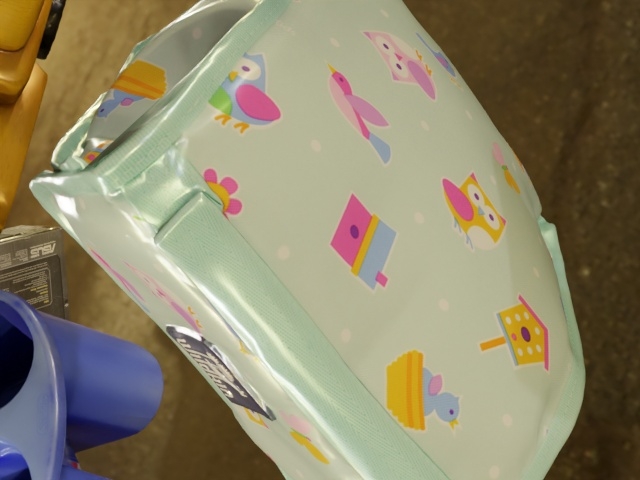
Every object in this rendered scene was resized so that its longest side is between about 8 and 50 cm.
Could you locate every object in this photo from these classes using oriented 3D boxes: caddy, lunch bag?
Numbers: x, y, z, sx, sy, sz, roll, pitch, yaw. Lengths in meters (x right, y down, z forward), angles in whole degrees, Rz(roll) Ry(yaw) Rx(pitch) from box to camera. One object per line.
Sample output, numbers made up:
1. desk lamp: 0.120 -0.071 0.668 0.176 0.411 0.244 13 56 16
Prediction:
1. caddy: -0.269 0.177 1.063 0.341 0.179 0.241 -25 60 37
2. lunch bag: 0.000 0.000 0.625 0.160 0.223 0.262 -33 17 19

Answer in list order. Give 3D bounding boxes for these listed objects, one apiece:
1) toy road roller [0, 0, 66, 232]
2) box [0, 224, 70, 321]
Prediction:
1. toy road roller: -0.326 -0.181 1.222 0.240 0.202 0.330 141 143 -62
2. box: -0.320 0.092 1.305 0.056 0.231 0.183 3 102 29
